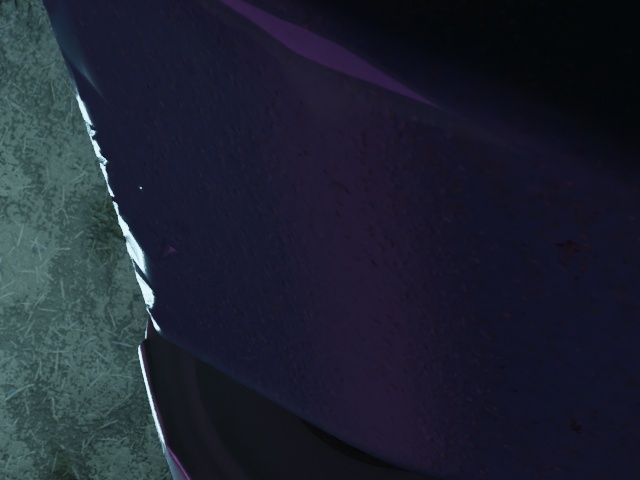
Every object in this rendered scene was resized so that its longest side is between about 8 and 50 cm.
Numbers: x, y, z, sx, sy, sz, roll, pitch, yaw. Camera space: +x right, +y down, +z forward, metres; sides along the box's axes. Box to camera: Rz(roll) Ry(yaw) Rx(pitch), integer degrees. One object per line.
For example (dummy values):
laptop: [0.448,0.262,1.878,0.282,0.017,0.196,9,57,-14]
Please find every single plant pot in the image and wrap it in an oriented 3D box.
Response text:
plant pot: [0.079,-0.053,0.491,0.252,0.247,0.247,33,148,39]

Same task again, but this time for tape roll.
tape roll: [0.046,0.076,0.733,0.100,0.286,0.286,89,155,-61]

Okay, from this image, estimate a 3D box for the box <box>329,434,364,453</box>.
box: [0.113,0.240,0.843,0.293,0.073,0.296,9,-135,-50]
